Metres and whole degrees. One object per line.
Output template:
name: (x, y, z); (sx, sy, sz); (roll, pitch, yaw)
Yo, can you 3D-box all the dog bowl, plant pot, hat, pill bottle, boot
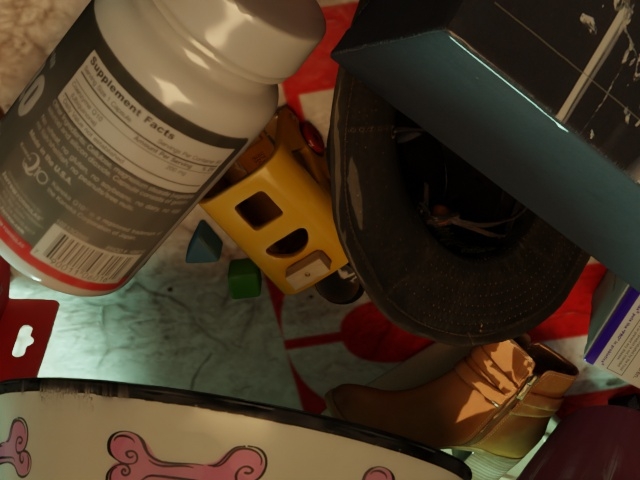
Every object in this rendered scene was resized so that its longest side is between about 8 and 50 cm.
dog bowl: (-0.085, 0.232, 1.157); (0.407, 0.150, 0.408); (9, 165, 2)
plant pot: (0.241, 0.249, 1.204); (0.201, 0.180, 0.201); (15, 134, 17)
hat: (0.091, -0.090, 1.070); (0.134, 0.331, 0.331); (11, 140, 51)
pill bottle: (-0.135, -0.102, 1.066); (0.161, 0.161, 0.283); (34, 118, -19)
boot: (0.117, 0.131, 1.235); (0.197, 0.073, 0.152); (21, 121, -21)

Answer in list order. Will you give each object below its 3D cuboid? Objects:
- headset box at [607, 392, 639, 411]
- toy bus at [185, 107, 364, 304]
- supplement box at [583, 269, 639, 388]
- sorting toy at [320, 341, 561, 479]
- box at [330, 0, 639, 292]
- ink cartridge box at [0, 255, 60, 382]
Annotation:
headset box: (0.297, 0.196, 1.307); (0.032, 0.062, 0.083); (-14, 123, 12)
toy bus: (-0.012, -0.005, 1.159); (0.202, 0.104, 0.191); (7, 124, -2)
supplement box: (0.347, 0.082, 1.173); (0.220, 0.111, 0.114); (26, 122, 2)
sorting toy: (0.130, 0.193, 1.331); (0.193, 0.038, 0.208); (-34, 111, 22)
box: (0.244, -0.156, 0.917); (0.343, 0.179, 0.313); (34, 81, -19)
ink cartridge box: (-0.349, 0.051, 1.192); (0.231, 0.134, 0.078); (5, 123, -2)
